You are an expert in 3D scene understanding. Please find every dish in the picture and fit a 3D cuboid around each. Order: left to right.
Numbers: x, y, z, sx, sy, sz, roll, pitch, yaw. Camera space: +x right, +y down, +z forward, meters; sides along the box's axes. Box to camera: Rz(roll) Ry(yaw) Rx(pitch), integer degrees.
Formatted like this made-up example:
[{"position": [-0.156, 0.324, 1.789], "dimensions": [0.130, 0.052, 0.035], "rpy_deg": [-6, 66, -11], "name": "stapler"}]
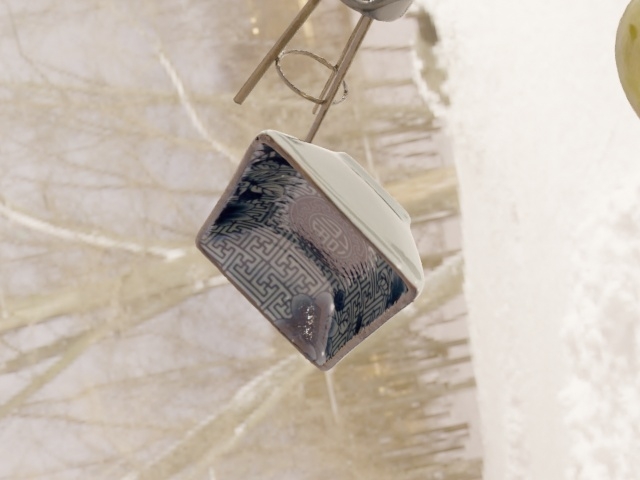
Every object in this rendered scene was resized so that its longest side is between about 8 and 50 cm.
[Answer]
[{"position": [0.000, 0.000, 1.008], "dimensions": [0.182, 0.080, 0.243], "rpy_deg": [46, 151, 3], "name": "dish"}]

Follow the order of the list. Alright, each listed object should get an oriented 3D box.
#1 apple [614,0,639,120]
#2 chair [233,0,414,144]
[{"position": [0.374, -0.175, 0.956], "dimensions": [0.194, 0.261, 0.261], "rpy_deg": [50, 174, 14], "name": "apple"}, {"position": [0.005, -0.192, 1.125], "dimensions": [0.221, 0.095, 0.104], "rpy_deg": [-52, 18, 36], "name": "chair"}]
